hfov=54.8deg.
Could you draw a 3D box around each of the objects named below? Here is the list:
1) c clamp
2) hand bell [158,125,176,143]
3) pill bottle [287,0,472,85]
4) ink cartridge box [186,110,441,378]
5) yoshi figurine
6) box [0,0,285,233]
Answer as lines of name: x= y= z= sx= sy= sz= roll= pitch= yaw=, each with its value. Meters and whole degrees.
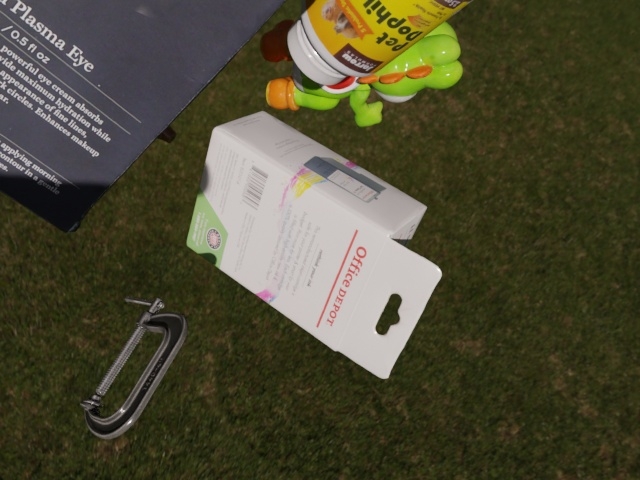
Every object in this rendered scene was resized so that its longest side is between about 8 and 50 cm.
c clamp: x=-0.194 y=0.125 z=0.634 sx=0.022 sy=0.137 sz=0.161 roll=50 pitch=49 yaw=-35
hand bell: x=-0.317 y=-0.228 z=0.925 sx=0.242 sy=0.126 sz=0.126 roll=36 pitch=52 yaw=-4
pill bottle: x=0.060 y=-0.246 z=0.626 sx=0.117 sy=0.215 sz=0.117 roll=16 pitch=62 yaw=-34
ink cartridge box: x=0.000 y=0.000 z=0.844 sx=0.353 sy=0.207 sz=0.119 roll=34 pitch=35 yaw=18
yoshi figurine: x=0.087 y=-0.314 z=1.086 sx=0.362 sy=0.203 sz=0.203 roll=8 pitch=72 yaw=30
box: x=-0.226 y=-0.240 z=0.466 sx=0.343 sy=0.312 sz=0.179 roll=40 pitch=19 yaw=-29
